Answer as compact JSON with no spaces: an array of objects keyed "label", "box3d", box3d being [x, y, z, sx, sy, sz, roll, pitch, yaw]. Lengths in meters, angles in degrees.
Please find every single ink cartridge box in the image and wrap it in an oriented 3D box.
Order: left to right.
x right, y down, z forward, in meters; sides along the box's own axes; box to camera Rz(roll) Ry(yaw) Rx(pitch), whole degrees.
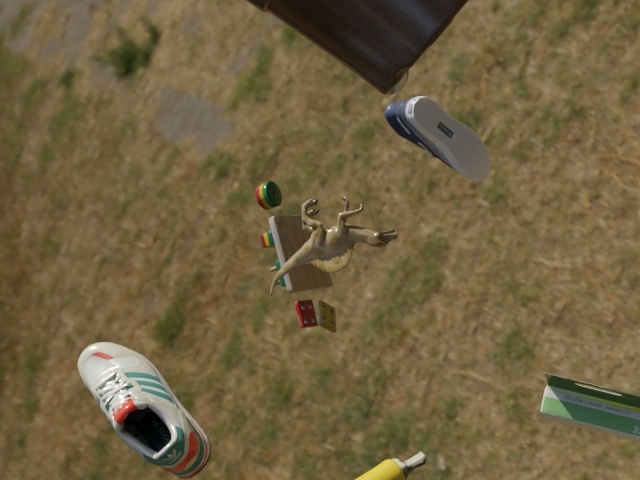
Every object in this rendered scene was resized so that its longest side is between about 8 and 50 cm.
[{"label":"ink cartridge box","box3d":[0.436,0.268,1.883,0.171,0.235,0.056,13,81,17]}]

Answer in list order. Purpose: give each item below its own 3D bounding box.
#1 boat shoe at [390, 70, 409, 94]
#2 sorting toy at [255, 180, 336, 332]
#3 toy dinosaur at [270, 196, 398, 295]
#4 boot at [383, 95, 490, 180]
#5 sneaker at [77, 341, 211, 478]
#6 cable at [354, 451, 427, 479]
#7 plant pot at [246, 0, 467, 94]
[{"label":"boat shoe","box3d":[0.090,-0.234,1.419,0.076,0.083,0.226,-47,2,-5]},{"label":"sorting toy","box3d":[-0.044,0.034,2.054,0.046,0.132,0.274,-20,83,30]},{"label":"toy dinosaur","box3d":[0.000,0.000,1.468,0.183,0.053,0.092,-21,71,17]},{"label":"boot","box3d":[0.190,-0.165,1.924,0.069,0.190,0.086,-56,27,-17]},{"label":"sneaker","box3d":[-0.164,0.140,1.040,0.057,0.075,0.161,-46,65,-1]},{"label":"cable","box3d":[-0.015,0.290,1.089,0.072,0.287,0.139,27,122,60]},{"label":"plant pot","box3d":[0.033,-0.219,0.976,0.167,0.165,0.167,-50,2,2]}]
